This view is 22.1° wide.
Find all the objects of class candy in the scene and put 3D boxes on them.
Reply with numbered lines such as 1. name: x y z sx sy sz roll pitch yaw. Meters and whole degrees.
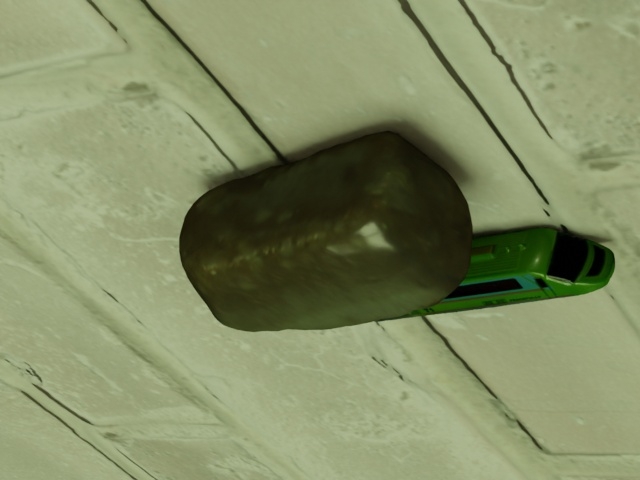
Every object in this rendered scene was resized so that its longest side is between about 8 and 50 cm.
1. candy: 0.000 0.000 1.179 0.234 0.102 0.104 -17 136 43

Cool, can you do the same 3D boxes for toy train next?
1. toy train: 0.115 0.021 1.211 0.209 0.044 0.042 -10 139 38
